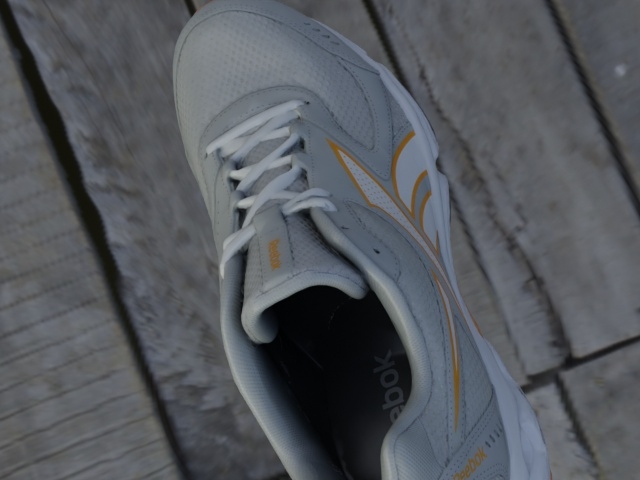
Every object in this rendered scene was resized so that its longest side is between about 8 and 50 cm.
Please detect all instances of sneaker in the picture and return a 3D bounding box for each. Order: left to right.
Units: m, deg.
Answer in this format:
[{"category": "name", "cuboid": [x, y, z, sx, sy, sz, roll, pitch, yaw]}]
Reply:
[{"category": "sneaker", "cuboid": [0.000, 0.000, 0.572, 0.099, 0.121, 0.262, -32, 63, 13]}]
